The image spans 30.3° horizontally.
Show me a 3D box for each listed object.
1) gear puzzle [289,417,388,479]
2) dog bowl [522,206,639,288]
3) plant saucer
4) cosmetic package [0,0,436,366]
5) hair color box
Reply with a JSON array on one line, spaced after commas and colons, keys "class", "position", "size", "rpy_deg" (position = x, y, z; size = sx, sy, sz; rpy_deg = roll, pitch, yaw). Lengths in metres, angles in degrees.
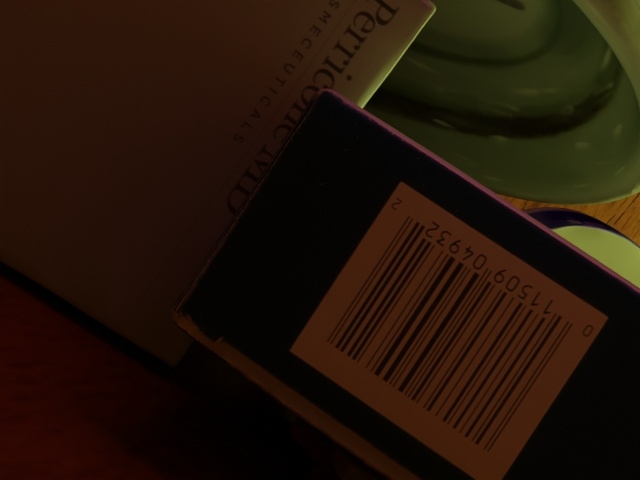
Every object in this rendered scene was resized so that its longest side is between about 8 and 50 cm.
[{"class": "gear puzzle", "position": [0.039, 0.120, 0.583], "size": [0.175, 0.044, 0.339], "rpy_deg": [34, 1, -16]}, {"class": "dog bowl", "position": [0.282, 0.097, 1.423], "size": [0.265, 0.265, 0.104], "rpy_deg": [36, 5, -12]}, {"class": "plant saucer", "position": [0.044, -0.169, 0.720], "size": [0.400, 0.101, 0.400], "rpy_deg": [29, -12, 7]}, {"class": "cosmetic package", "position": [-0.167, -0.141, 0.541], "size": [0.385, 0.217, 0.156], "rpy_deg": [34, 2, -17]}, {"class": "hair color box", "position": [0.062, 0.044, 0.570], "size": [0.173, 0.105, 0.347], "rpy_deg": [34, 1, 8]}]
